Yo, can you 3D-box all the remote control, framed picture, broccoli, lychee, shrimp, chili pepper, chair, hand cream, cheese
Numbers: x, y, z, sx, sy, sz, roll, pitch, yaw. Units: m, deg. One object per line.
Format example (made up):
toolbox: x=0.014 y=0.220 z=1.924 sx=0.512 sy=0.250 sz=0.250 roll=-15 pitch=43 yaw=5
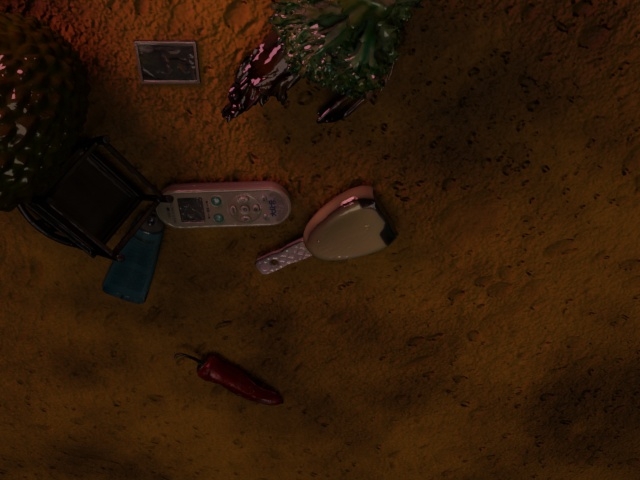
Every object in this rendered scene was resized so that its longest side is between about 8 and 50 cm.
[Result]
remote control: x=-0.157 y=-0.060 z=1.081 sx=0.221 sy=0.042 sz=0.078 roll=-1 pitch=128 yaw=2
framed picture: x=-0.221 y=-0.258 z=0.952 sx=0.089 sy=0.006 sz=0.066 roll=0 pitch=127 yaw=-1
broccoli: x=0.051 y=-0.274 z=0.782 sx=0.220 sy=0.194 sz=0.194 roll=-38 pitch=123 yaw=-7
lychee: x=-0.458 y=-0.163 z=0.864 sx=0.320 sy=0.270 sz=0.270 roll=-12 pitch=127 yaw=-8
shrimp: x=-0.005 y=-0.242 z=0.933 sx=0.178 sy=0.075 sz=0.289 roll=39 pitch=103 yaw=-24
chili pepper: x=-0.177 y=0.287 z=1.337 sx=0.268 sy=0.050 sz=0.059 roll=35 pitch=103 yaw=-25
chair: x=-0.363 y=-0.062 z=1.026 sx=0.154 sy=0.141 sz=0.260 roll=47 pitch=158 yaw=-29
hand cream: x=-0.320 y=0.032 z=1.153 sx=0.083 sy=0.048 sz=0.224 roll=21 pitch=130 yaw=-15
cheese: x=0.000 y=0.000 z=1.121 sx=0.251 sy=0.054 sz=0.127 roll=-23 pitch=124 yaw=17
